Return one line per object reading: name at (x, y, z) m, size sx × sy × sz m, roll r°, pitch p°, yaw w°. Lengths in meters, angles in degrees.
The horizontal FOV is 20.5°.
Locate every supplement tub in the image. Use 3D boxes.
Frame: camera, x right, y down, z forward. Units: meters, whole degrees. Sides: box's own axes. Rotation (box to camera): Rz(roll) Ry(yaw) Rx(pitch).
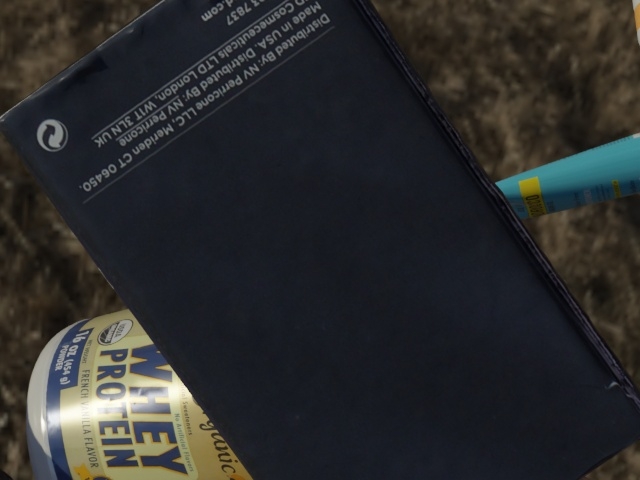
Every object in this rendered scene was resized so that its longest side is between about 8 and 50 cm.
supplement tub at (-0.076, 0.152, 1.570) m, size 0.316 × 0.228 × 0.228 m, roll -15°, pitch 41°, yaw 23°

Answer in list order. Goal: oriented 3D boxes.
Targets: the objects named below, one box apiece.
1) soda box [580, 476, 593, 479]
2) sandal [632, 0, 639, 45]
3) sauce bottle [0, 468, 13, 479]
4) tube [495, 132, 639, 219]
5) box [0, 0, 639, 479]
soda box at (0.319, 0.291, 1.523) m, size 0.263 × 0.083 × 0.092 m, roll 24°, pitch 2°, yaw 2°
sandal at (0.185, -0.089, 0.767) m, size 0.076 × 0.102 × 0.265 m, roll -19°, pitch 81°, yaw -15°
sauce bottle at (-0.185, 0.151, 0.835) m, size 0.042 × 0.128 × 0.042 m, roll 26°, pitch 40°, yaw -23°
tube at (0.221, -0.052, 1.483) m, size 0.207 × 0.080 × 0.052 m, roll -16°, pitch 63°, yaw 9°
box at (0.000, 0.000, 0.933) m, size 0.182 × 0.296 × 0.294 m, roll -36°, pitch 96°, yaw 3°
